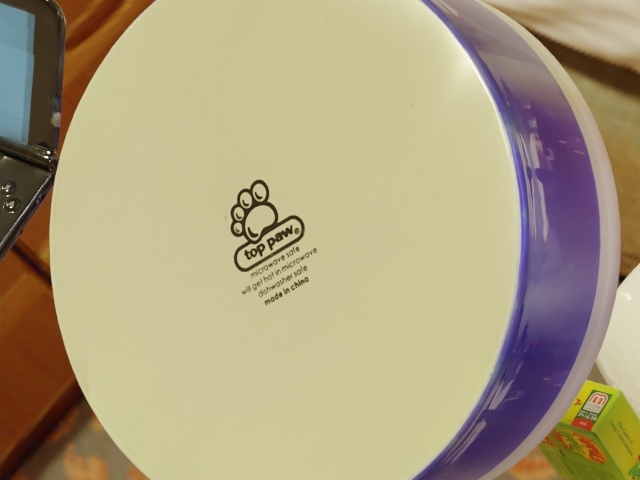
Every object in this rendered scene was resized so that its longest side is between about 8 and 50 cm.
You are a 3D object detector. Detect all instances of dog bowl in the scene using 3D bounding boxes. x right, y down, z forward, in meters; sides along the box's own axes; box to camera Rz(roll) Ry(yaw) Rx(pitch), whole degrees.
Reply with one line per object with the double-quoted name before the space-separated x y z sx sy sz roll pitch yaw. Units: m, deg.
"dog bowl" 0.000 0.000 0.650 0.264 0.104 0.265 -1 88 33

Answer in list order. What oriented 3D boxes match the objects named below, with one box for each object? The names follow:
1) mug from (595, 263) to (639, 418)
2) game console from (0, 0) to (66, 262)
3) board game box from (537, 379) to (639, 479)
"mug" 0.526 0.143 1.737 0.328 0.374 0.276 36 69 27
"game console" -0.405 -0.123 1.299 0.293 0.173 0.250 20 62 19
"board game box" 0.234 0.181 1.122 0.092 0.181 0.043 12 58 48
